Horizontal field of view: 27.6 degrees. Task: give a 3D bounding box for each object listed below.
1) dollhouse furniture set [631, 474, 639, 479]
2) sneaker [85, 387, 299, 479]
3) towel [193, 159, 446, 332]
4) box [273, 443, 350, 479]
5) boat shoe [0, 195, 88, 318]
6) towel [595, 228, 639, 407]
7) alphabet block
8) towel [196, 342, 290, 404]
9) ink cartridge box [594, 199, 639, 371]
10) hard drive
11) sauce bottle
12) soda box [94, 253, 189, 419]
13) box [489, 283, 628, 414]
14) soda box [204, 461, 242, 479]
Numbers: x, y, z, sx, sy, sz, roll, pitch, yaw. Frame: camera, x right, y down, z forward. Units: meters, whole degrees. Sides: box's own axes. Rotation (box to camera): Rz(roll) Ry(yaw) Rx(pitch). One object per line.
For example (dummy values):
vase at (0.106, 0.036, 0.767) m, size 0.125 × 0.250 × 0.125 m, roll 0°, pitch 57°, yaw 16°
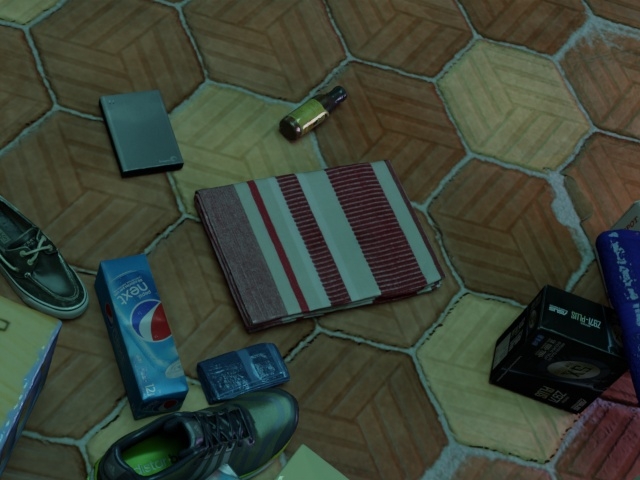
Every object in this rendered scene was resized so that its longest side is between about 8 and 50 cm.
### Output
dollhouse furniture set at (0.474, 0.458, 1.597) m, size 0.256 × 0.394 × 0.362 m, roll -23°, pitch 70°, yaw -28°
sneaker at (-0.151, 0.262, 1.669) m, size 0.300 × 0.121 × 0.111 m, roll -22°, pitch 70°, yaw -28°
towel at (0.000, 0.000, 1.929) m, size 0.329 × 0.037 × 0.237 m, roll -11°, pitch 62°, yaw -26°
box at (-0.019, 0.422, 1.622) m, size 0.213 × 0.117 × 0.243 m, roll 37°, pitch 57°, yaw 5°
boat shoe at (-0.400, 0.018, 1.762) m, size 0.219 × 0.070 × 0.078 m, roll 41°, pitch 57°, yaw 8°
towel at (0.501, 0.131, 1.798) m, size 0.228 × 0.076 × 0.308 m, roll -1°, pitch 68°, yaw -25°
alphabet block at (-0.450, 0.174, 1.583) m, size 0.197 × 0.192 × 0.193 m, roll 24°, pitch 54°, yaw -5°
towel at (-0.106, 0.180, 1.789) m, size 0.119 × 0.029 × 0.067 m, roll -15°, pitch 65°, yaw -25°
ink cartridge box at (0.513, 0.068, 1.982) m, size 0.093 × 0.160 × 0.219 m, roll 1°, pitch 61°, yaw -19°
hard drive at (-0.267, -0.159, 1.940) m, size 0.094 × 0.022 × 0.135 m, roll -10°, pitch 64°, yaw -23°
sauce bottle at (-0.008, -0.202, 2.040) m, size 0.128 × 0.042 × 0.042 m, roll -37°, pitch 77°, yaw -30°
soda box at (-0.242, 0.128, 1.749) m, size 0.067 × 0.071 × 0.210 m, roll -11°, pitch 64°, yaw -23°
box at (0.346, 0.159, 1.860) m, size 0.147 × 0.180 × 0.077 m, roll 21°, pitch 54°, yaw -7°
soda box at (-0.167, 0.356, 1.609) m, size 0.183 × 0.063 × 0.058 m, roll -40°, pitch 78°, yaw -11°
